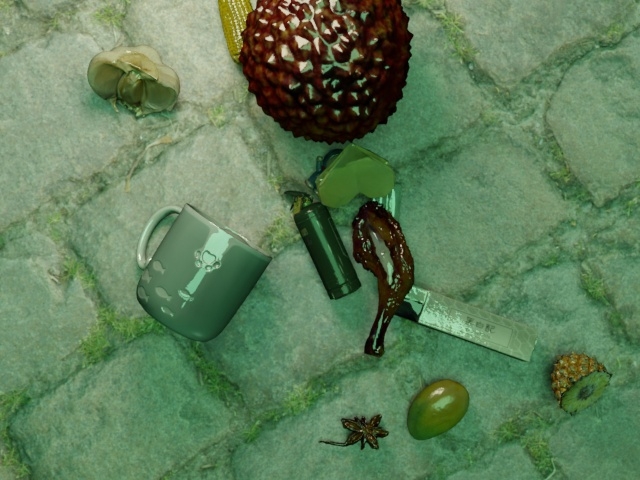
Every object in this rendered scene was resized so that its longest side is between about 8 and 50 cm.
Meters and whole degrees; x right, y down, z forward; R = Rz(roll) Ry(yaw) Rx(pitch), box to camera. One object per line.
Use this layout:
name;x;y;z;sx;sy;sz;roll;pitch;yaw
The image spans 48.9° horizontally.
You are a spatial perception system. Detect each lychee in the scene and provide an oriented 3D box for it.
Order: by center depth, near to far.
lychee;0.009;-0.473;1.698;0.424;0.424;0.500;-18;77;-4

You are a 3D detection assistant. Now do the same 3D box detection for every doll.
doll;0.031;-0.184;1.861;0.152;0.085;0.114;-40;117;7

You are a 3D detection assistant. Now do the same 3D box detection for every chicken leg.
chicken leg;0.159;0.092;1.791;0.157;0.096;0.407;-7;78;18

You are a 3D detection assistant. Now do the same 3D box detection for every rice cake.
rice cake;0.173;-0.047;1.892;0.085;0.040;0.226;3;90;-5

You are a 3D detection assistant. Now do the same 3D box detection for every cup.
cup;-0.337;0.065;1.775;0.356;0.259;0.275;32;89;27

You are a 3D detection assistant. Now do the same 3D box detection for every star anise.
star anise;0.088;0.521;1.884;0.190;0.070;0.097;-3;64;-2

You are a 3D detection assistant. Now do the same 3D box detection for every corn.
corn;-0.213;-0.566;1.833;0.097;0.097;0.262;-16;88;-4

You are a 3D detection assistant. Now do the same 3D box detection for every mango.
mango;0.312;0.456;1.888;0.130;0.092;0.195;37;97;-6

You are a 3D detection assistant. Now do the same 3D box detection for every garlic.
garlic;-0.475;-0.424;1.801;0.229;0.178;0.143;11;58;-21

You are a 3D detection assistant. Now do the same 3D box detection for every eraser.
eraser;0.372;0.214;1.881;0.403;0.098;0.096;21;85;-5

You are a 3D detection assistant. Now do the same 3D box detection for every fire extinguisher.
fire extinguisher;0.000;0.000;1.857;0.095;0.114;0.311;-27;95;-44

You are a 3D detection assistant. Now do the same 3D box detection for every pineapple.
pineapple;0.677;0.360;1.896;0.161;0.137;0.176;-29;131;-2

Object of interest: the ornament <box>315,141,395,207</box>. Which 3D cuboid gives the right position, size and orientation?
ornament;0.085;-0.175;1.796;0.201;0.059;0.180;-14;132;-3
